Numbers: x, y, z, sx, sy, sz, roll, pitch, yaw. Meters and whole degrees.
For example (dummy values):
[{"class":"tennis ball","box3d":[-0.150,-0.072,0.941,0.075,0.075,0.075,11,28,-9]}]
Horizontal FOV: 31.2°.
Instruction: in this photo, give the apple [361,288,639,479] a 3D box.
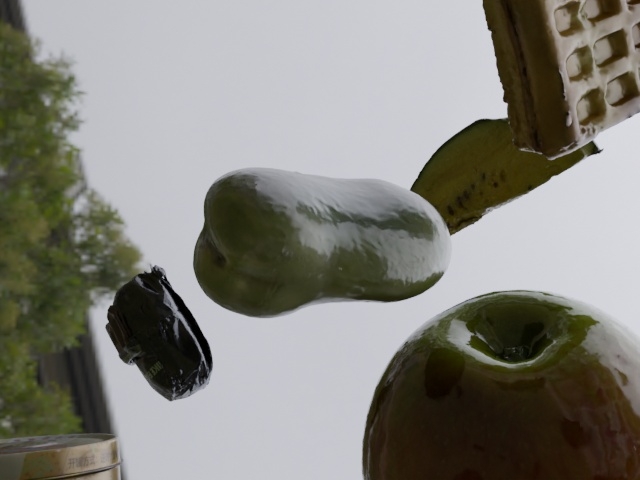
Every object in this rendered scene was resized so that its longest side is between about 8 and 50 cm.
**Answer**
[{"class":"apple","box3d":[0.210,0.215,1.151,0.339,0.339,0.340,-6,-98,48]}]

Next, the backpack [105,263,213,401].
[{"class":"backpack","box3d":[-0.209,0.127,1.470,0.165,0.105,0.120,60,-20,16]}]

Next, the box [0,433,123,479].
[{"class":"box","box3d":[-0.151,0.120,0.573,0.105,0.105,0.037,-9,-97,48]}]

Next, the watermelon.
[{"class":"watermelon","box3d":[0.230,-0.083,1.542,0.301,0.123,0.129,-30,-134,20]}]

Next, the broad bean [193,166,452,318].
[{"class":"broad bean","box3d":[0.000,0.000,1.058,0.189,0.263,0.121,44,-57,47]}]

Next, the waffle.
[{"class":"waffle","box3d":[0.301,-0.238,1.201,0.098,0.327,0.224,-1,-68,51]}]
